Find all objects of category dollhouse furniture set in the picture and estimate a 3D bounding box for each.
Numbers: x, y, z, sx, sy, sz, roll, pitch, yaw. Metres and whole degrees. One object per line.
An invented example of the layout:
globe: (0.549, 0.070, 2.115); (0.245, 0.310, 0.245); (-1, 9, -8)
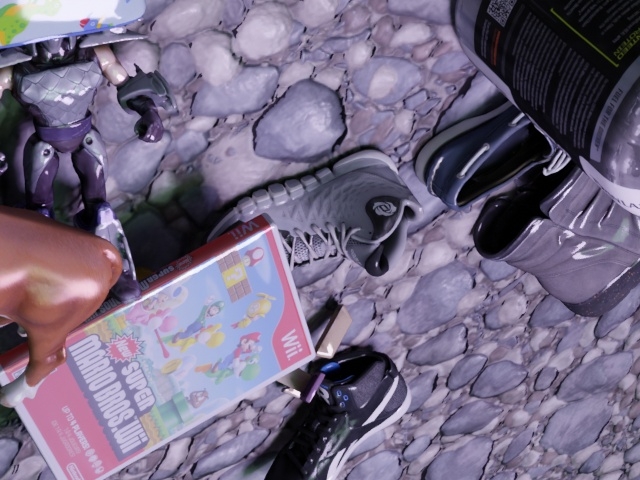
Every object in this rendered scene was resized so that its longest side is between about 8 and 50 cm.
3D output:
dollhouse furniture set: (-0.027, 0.110, 1.537); (0.081, 0.091, 0.114); (31, 82, -7)

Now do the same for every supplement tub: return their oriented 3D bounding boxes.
supplement tub: (0.292, -0.159, 1.272); (0.207, 0.338, 0.207); (-20, 137, -20)

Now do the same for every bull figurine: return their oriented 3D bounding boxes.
bull figurine: (-0.316, 0.016, 1.085); (0.310, 0.101, 0.188); (21, 122, -24)

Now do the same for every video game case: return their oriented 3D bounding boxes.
video game case: (-0.148, 0.113, 1.310); (0.285, 0.025, 0.204); (-29, 137, -13)

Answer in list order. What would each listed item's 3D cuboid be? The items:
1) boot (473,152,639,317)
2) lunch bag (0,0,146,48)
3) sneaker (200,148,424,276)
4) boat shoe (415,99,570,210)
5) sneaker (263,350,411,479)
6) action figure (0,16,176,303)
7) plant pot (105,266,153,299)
boot: (0.348, -0.069, 1.577); (0.338, 0.118, 0.223); (-51, 133, 7)
lunch bag: (-0.225, -0.215, 0.932); (0.176, 0.219, 0.090); (-13, 133, -26)
sneaker: (0.000, 0.000, 1.360); (0.229, 0.132, 0.086); (-29, 139, -12)
boat shoe: (0.223, -0.115, 1.461); (0.254, 0.079, 0.095); (-27, 138, -13)
sneaker: (-0.001, 0.206, 1.599); (0.217, 0.079, 0.121); (-41, 137, -10)
action figure: (-0.213, -0.079, 1.160); (0.185, 0.099, 0.285); (-9, 128, -13)
plant pot: (-0.187, 0.071, 1.331); (0.081, 0.081, 0.083); (3, 119, -38)
